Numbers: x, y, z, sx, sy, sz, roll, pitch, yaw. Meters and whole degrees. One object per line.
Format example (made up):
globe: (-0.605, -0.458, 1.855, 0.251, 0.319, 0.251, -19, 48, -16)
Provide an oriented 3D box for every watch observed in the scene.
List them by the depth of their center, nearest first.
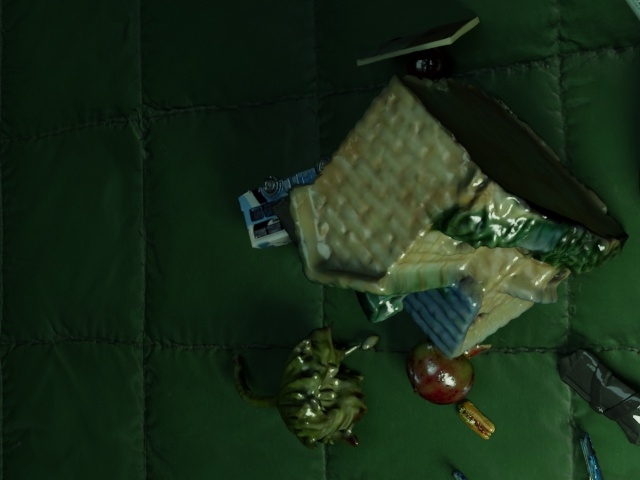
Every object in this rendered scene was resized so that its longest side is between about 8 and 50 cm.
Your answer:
watch: (0.375, 0.494, 1.855, 0.276, 0.068, 0.274, -25, 74, 33)

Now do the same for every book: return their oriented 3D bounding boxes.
book: (0.177, -0.364, 1.993, 0.199, 0.138, 0.016, -8, 111, 35)

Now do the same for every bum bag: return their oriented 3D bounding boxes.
bum bag: (0.480, 0.252, 1.805, 0.198, 0.049, 0.087, 41, 135, 29)
bum bag: (0.000, 0.000, 2.058, 0.123, 0.248, 0.060, -7, 42, 24)

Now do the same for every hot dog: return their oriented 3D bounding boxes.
hot dog: (0.277, 0.322, 1.960, 0.083, 0.021, 0.037, 40, 109, 29)

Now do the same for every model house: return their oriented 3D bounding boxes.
model house: (0.191, -0.007, 1.781, 0.400, 0.445, 0.395, -47, 66, 22)

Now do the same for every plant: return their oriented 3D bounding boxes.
plant: (-0.041, 0.312, 2.140, 0.333, 0.180, 0.251, -33, 41, 50)

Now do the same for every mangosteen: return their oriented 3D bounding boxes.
mangosteen: (0.199, -0.321, 2.012, 0.081, 0.081, 0.080, -2, 87, 35)

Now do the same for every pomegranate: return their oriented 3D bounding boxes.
pomegranate: (0.233, 0.227, 1.944, 0.159, 0.129, 0.129, -14, 79, 7)

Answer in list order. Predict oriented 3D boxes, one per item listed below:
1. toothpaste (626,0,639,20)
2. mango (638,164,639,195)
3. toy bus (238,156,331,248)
toothpaste: (0.566, -0.338, 1.769, 0.075, 0.048, 0.296, -40, 71, 28)
mango: (0.598, -0.150, 1.676, 0.329, 0.176, 0.176, -64, 33, 36)
toy bus: (-0.016, -0.079, 2.136, 0.297, 0.106, 0.131, -16, 81, 35)
